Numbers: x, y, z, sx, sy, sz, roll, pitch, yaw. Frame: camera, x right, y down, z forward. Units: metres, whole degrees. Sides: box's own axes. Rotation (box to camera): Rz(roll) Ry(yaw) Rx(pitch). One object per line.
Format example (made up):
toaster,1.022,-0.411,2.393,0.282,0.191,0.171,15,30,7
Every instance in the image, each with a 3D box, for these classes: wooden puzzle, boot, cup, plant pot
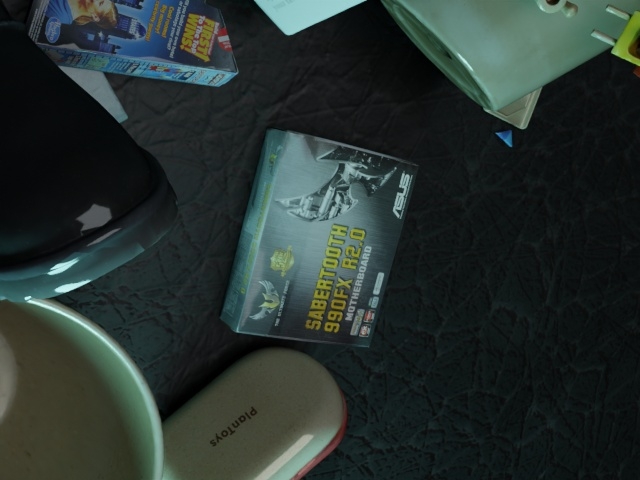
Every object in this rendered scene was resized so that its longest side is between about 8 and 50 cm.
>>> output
wooden puzzle,0.249,-0.188,1.077,0.078,0.014,0.116,27,89,-28
boot,-0.285,-0.202,0.517,0.146,0.367,0.445,-35,124,-21
cup,-0.329,0.164,0.715,0.331,0.237,0.331,-8,108,-27
plant pot,0.224,-0.301,0.888,0.280,0.323,0.323,-45,122,8

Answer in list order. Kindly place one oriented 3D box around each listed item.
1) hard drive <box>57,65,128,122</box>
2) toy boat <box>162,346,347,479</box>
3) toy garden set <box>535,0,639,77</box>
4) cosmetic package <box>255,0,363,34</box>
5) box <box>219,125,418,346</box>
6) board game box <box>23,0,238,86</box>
hard drive,-0.267,-0.126,0.797,0.135,0.022,0.094,-34,118,-17
toy boat,-0.073,0.236,0.957,0.231,0.151,0.151,-38,149,-15
toy garden set,0.271,-0.262,0.727,0.244,0.049,0.204,21,119,-9
cosmetic package,-0.076,-0.407,0.671,0.453,0.230,0.161,44,61,-28
box,0.000,0.000,0.962,0.183,0.056,0.231,11,97,-32
board game box,-0.163,-0.232,0.787,0.194,0.060,0.194,18,79,-25
